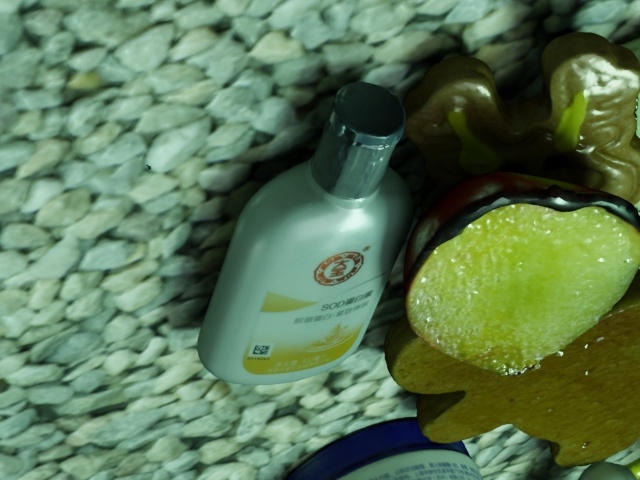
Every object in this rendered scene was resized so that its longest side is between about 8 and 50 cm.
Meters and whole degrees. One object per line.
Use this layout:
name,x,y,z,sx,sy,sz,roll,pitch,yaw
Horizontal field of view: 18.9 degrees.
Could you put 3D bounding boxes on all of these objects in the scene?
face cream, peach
face cream,0.000,0.000,1.429,0.144,0.071,0.291,-8,143,-26
face cream,0.062,0.271,1.822,0.206,0.111,0.206,-17,143,-13
peach,0.149,0.016,1.462,0.189,0.068,0.279,-7,149,-5

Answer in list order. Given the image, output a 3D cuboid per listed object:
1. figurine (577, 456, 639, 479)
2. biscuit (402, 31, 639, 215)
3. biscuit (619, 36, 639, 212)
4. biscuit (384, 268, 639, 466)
figurine,0.233,0.316,1.954,0.421,0.154,0.193,-25,155,6
biscuit,0.163,-0.051,1.459,0.186,0.044,0.295,-10,149,11
biscuit,0.303,-0.094,1.530,0.147,0.046,0.250,-22,147,-7
biscuit,0.212,0.098,1.725,0.283,0.064,0.432,-35,146,31
